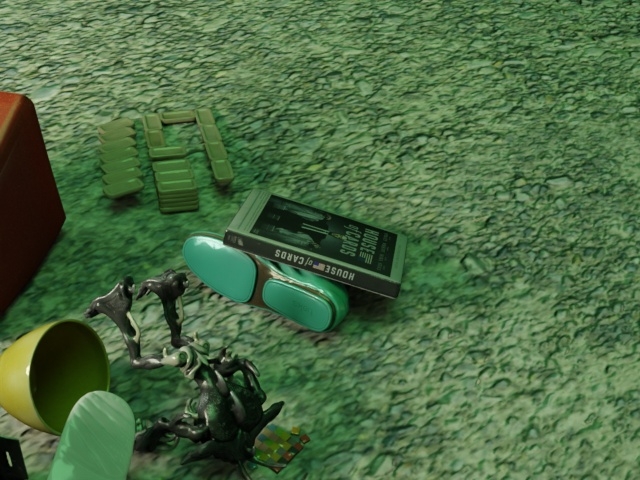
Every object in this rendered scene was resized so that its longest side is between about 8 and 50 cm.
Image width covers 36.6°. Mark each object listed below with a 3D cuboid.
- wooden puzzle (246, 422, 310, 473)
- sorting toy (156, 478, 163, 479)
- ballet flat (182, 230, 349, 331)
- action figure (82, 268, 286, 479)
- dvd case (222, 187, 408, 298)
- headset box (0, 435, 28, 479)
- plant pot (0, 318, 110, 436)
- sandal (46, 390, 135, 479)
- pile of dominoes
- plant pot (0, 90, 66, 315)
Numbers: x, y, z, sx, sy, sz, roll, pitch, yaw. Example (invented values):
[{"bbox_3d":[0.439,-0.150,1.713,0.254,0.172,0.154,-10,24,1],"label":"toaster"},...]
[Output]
[{"bbox_3d":[-0.053,0.244,1.140,0.049,0.006,0.083,29,48,24],"label":"wooden puzzle"},{"bbox_3d":[-0.220,0.374,0.912,0.196,0.047,0.347,53,50,-5],"label":"sorting toy"},{"bbox_3d":[-0.069,0.052,1.310,0.247,0.083,0.087,24,21,19],"label":"ballet flat"},{"bbox_3d":[-0.151,0.170,1.123,0.164,0.141,0.276,-24,76,-39],"label":"action figure"},{"bbox_3d":[0.000,0.000,1.331,0.238,0.030,0.179,17,22,2],"label":"dvd case"},{"bbox_3d":[-0.446,0.225,0.965,0.293,0.218,0.110,-3,44,-10],"label":"headset box"},{"bbox_3d":[-0.325,0.162,1.130,0.095,0.134,0.134,-7,36,28],"label":"plant pot"},{"bbox_3d":[-0.257,0.290,1.017,0.102,0.076,0.265,24,52,-14],"label":"sandal"},{"bbox_3d":[-0.248,-0.128,1.524,0.195,0.040,0.251,-7,35,-12],"label":"pile of dominoes"},{"bbox_3d":[-0.503,-0.024,1.221,0.267,0.267,0.236,7,55,2],"label":"plant pot"}]
